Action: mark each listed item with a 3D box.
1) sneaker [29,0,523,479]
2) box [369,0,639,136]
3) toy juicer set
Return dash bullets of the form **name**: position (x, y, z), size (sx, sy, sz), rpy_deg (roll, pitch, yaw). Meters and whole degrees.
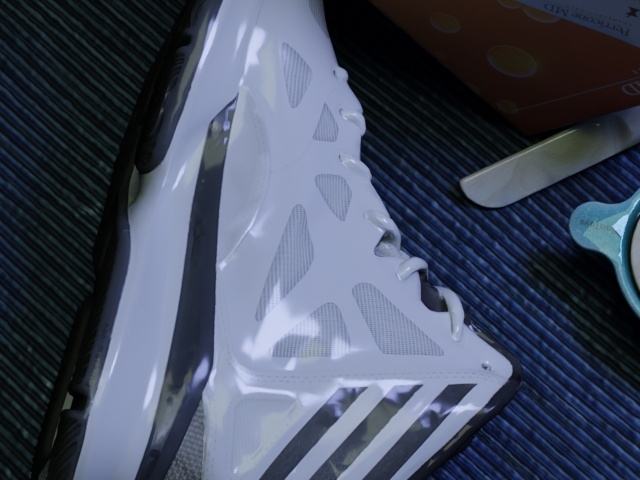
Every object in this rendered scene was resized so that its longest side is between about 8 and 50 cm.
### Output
- **sneaker**: position (0.000, 0.001, 1.123), size (0.257, 0.169, 0.447), rpy_deg (20, 59, -12)
- **box**: position (0.112, -0.242, 1.103), size (0.345, 0.215, 0.168), rpy_deg (37, 60, -29)
- **toy juicer set**: position (0.275, -0.014, 1.147), size (0.329, 0.089, 0.209), rpy_deg (41, 76, 18)
